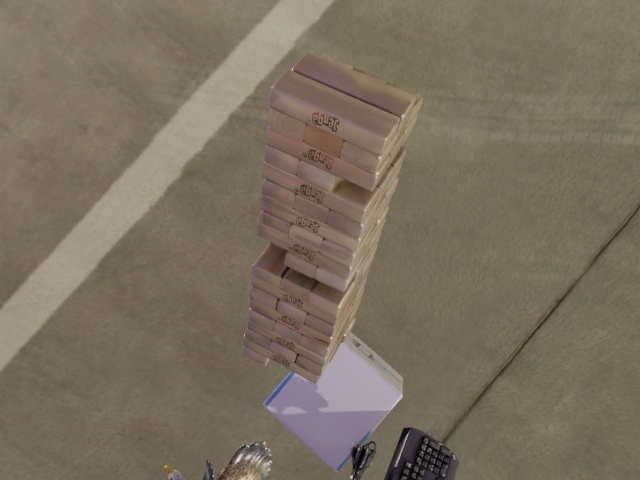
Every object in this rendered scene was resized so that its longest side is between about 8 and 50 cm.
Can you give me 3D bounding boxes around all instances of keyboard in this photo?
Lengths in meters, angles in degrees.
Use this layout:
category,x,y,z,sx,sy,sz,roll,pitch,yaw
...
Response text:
category,x,y,z,sx,sy,sz,roll,pitch,yaw
keyboard,0.116,0.480,1.149,0.201,0.033,0.317,27,64,-2

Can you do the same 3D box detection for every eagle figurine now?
category,x,y,z,sx,sy,sz,roll,pitch,yaw
eagle figurine,-0.255,0.564,1.395,0.298,0.225,0.226,-26,36,24

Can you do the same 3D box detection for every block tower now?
category,x,y,z,sx,sy,sz,roll,pitch,yaw
block tower,0.000,0.000,0.584,0.097,0.335,0.091,26,49,11

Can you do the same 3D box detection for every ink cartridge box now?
category,x,y,z,sx,sy,sz,roll,pitch,yaw
ink cartridge box,0.039,0.316,1.378,0.197,0.270,0.198,40,91,9
